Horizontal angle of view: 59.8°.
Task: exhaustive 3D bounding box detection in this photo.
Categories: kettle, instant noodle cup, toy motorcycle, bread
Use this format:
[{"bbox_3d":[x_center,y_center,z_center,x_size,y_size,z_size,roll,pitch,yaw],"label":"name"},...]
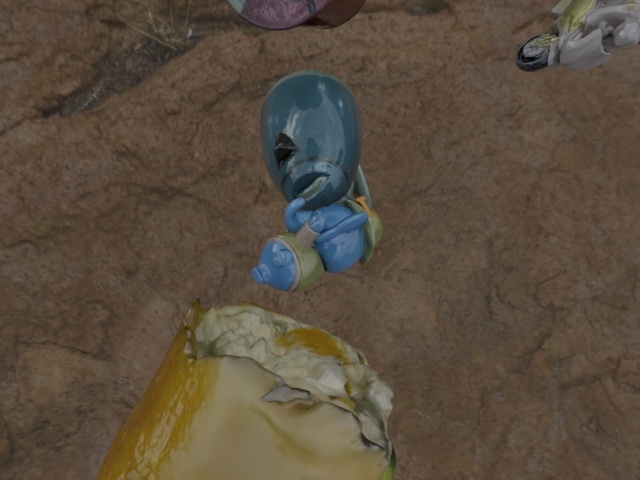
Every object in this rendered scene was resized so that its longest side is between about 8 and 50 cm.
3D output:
[{"bbox_3d":[0.010,-0.182,1.287,0.320,0.247,0.342,34,32,-31],"label":"kettle"},{"bbox_3d":[-0.027,-0.448,0.902,0.235,0.178,0.234,5,102,24],"label":"instant noodle cup"},{"bbox_3d":[0.566,-0.449,1.104,0.341,0.223,0.108,-44,126,6],"label":"toy motorcycle"},{"bbox_3d":[-0.124,0.266,0.661,0.250,0.361,0.394,34,91,-14],"label":"bread"}]

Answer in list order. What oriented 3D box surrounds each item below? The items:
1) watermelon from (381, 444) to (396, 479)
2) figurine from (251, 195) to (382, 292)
[{"bbox_3d":[0.073,0.433,1.137,0.141,0.141,0.187,-41,113,-17],"label":"watermelon"},{"bbox_3d":[0.001,0.004,1.065,0.262,0.179,0.154,-19,46,-33],"label":"figurine"}]
